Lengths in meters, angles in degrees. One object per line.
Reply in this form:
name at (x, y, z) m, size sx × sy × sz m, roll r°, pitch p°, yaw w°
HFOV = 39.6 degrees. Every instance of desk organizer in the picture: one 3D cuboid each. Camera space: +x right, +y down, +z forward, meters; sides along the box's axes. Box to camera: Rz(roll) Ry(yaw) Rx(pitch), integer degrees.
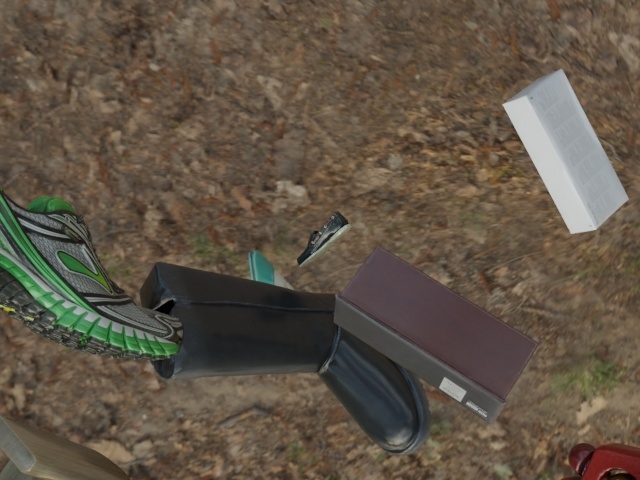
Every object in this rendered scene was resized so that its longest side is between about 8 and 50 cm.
desk organizer at (0.076, 0.062, 0.602) m, size 0.130 × 0.047 × 0.050 m, roll 32°, pitch 66°, yaw 15°

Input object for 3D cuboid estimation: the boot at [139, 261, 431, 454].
boot at (-0.064, 0.207, 1.513) m, size 0.146 × 0.445 × 0.367 m, roll -58°, pitch 42°, yaw 22°

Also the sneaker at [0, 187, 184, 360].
sneaker at (-0.284, 0.035, 1.005) m, size 0.134 × 0.343 × 0.146 m, roll -2°, pitch 59°, yaw 48°

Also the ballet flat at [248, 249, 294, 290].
ballet flat at (-0.092, 0.131, 1.810) m, size 0.087 × 0.083 × 0.248 m, roll -4°, pitch 108°, yaw 3°

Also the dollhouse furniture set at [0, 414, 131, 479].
dollhouse furniture set at (-0.121, 0.253, 0.452) m, size 0.242 × 0.161 × 0.212 m, roll 32°, pitch 83°, yaw 37°

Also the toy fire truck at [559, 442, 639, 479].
toy fire truck at (0.433, 0.433, 1.300) m, size 0.254 × 0.169 × 0.302 m, roll 41°, pitch 123°, yaw 49°

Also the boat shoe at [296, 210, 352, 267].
boat shoe at (0.001, 0.000, 1.619) m, size 0.133 × 0.049 × 0.042 m, roll -45°, pitch 78°, yaw 27°

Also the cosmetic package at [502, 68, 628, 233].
cosmetic package at (0.387, -0.138, 1.402) m, size 0.060 × 0.099 × 0.239 m, roll -14°, pitch 109°, yaw 57°
